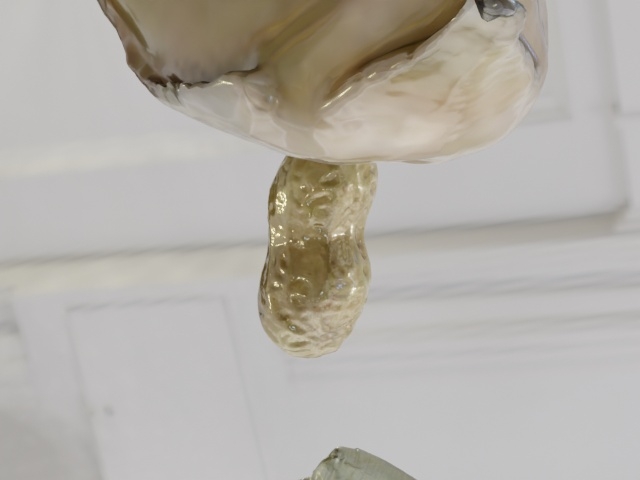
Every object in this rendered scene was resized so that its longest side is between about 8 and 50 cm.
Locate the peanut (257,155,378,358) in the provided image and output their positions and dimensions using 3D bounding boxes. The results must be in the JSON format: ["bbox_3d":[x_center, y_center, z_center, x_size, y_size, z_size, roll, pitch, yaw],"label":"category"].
[{"bbox_3d":[0.000,0.000,0.750,0.053,0.113,0.054,5,-160,-2],"label":"peanut"}]

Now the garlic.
[{"bbox_3d":[-0.012,-0.119,0.469,0.151,0.196,0.339,-8,-125,-4],"label":"garlic"}]

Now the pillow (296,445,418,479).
[{"bbox_3d":[0.053,0.228,1.256,0.134,0.181,0.078,-48,-166,45],"label":"pillow"}]
